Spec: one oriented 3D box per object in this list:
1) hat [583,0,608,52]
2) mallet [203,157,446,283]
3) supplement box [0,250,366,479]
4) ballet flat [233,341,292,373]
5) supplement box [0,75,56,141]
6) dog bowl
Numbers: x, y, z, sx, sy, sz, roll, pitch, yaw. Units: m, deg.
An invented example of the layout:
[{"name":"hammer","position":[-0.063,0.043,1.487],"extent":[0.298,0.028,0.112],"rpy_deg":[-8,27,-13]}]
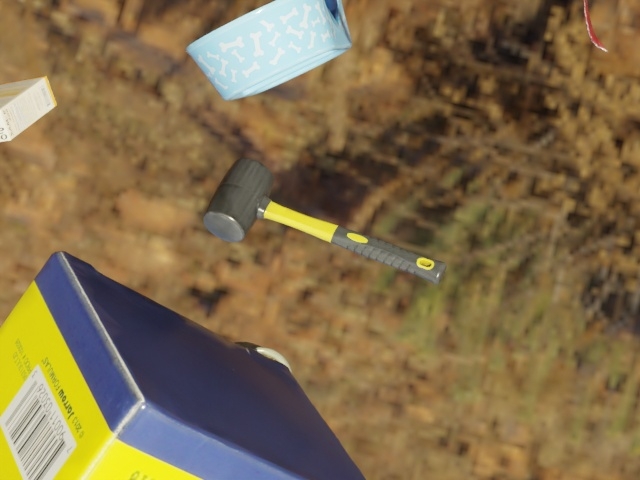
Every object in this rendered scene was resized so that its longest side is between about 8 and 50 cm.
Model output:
[{"name":"hat","position":[0.177,-0.273,1.216],"extent":[0.173,0.208,0.183],"rpy_deg":[50,-156,22]},{"name":"mallet","position":[0.000,0.000,1.317],"extent":[0.190,0.062,0.039],"rpy_deg":[27,151,18]},{"name":"supplement box","position":[-0.161,0.223,1.069],"extent":[0.194,0.356,0.195],"rpy_deg":[31,-170,-33]},{"name":"ballet flat","position":[-0.119,0.112,1.261],"extent":[0.213,0.072,0.068],"rpy_deg":[-11,-176,-26]},{"name":"supplement box","position":[-0.329,-0.135,1.819],"extent":[0.062,0.098,0.036],"rpy_deg":[-6,113,27]},{"name":"dog bowl","position":[-0.049,-0.221,1.978],"extent":[0.166,0.074,0.297],"rpy_deg":[-25,-178,11]}]
